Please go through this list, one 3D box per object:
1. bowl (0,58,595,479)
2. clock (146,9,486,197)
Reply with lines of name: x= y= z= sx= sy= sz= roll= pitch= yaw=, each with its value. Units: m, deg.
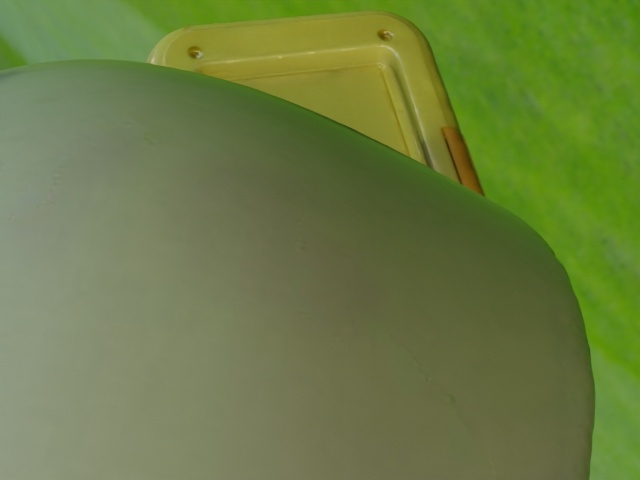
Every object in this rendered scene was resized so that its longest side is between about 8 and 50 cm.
bowl: x=-0.118 y=0.085 z=0.450 sx=0.185 sy=0.354 sz=0.354 roll=36 pitch=178 yaw=-21
clock: x=0.000 y=0.000 z=0.764 sx=0.096 sy=0.143 sz=0.202 roll=105 pitch=154 yaw=-53
